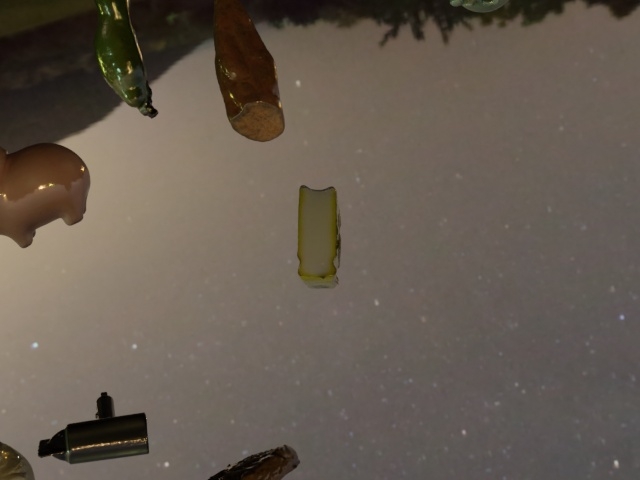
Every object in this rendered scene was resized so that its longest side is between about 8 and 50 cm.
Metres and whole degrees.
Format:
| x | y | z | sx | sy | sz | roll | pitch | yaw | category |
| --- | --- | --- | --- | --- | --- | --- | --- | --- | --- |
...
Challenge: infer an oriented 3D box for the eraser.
| x | y | z | sx | sy | sz | roll | pitch | yaw | category |
| --- | --- | --- | --- | --- | --- | --- | --- | --- | --- |
| 0.000 | 0.000 | 1.490 | 0.069 | 0.158 | 0.226 | -1 | 174 | 3 | eraser |

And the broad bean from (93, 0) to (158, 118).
| x | y | z | sx | sy | sz | roll | pitch | yaw | category |
| --- | --- | --- | --- | --- | --- | --- | --- | --- | --- |
| -0.245 | -0.244 | 1.022 | 0.070 | 0.213 | 0.048 | -20 | -175 | 25 | broad bean |

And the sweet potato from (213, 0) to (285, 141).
| x | y | z | sx | sy | sz | roll | pitch | yaw | category |
| --- | --- | --- | --- | --- | --- | --- | --- | --- | --- |
| -0.120 | -0.278 | 1.355 | 0.097 | 0.251 | 0.097 | -15 | 174 | -2 | sweet potato |

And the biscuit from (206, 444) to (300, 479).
| x | y | z | sx | sy | sz | roll | pitch | yaw | category |
| --- | --- | --- | --- | --- | --- | --- | --- | --- | --- |
| -0.177 | 0.479 | 1.671 | 0.296 | 0.075 | 0.296 | -30 | 174 | -4 | biscuit |

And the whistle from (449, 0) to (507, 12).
| x | y | z | sx | sy | sz | roll | pitch | yaw | category |
| --- | --- | --- | --- | --- | --- | --- | --- | --- | --- |
| 0.213 | -0.384 | 1.167 | 0.110 | 0.092 | 0.244 | -15 | -137 | 15 | whistle |

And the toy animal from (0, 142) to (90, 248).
| x | y | z | sx | sy | sz | roll | pitch | yaw | category |
| --- | --- | --- | --- | --- | --- | --- | --- | --- | --- |
| -0.648 | -0.115 | 1.777 | 0.326 | 0.269 | 0.237 | -24 | -166 | -10 | toy animal |

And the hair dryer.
| x | y | z | sx | sy | sz | roll | pitch | yaw | category |
| --- | --- | --- | --- | --- | --- | --- | --- | --- | --- |
| -0.439 | 0.350 | 1.661 | 0.196 | 0.078 | 0.248 | -5 | -168 | -15 | hair dryer |

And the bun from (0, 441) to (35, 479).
| x | y | z | sx | sy | sz | roll | pitch | yaw | category |
| --- | --- | --- | --- | --- | --- | --- | --- | --- | --- |
| -0.733 | 0.543 | 1.866 | 0.231 | 0.231 | 0.133 | -26 | -171 | -30 | bun |
